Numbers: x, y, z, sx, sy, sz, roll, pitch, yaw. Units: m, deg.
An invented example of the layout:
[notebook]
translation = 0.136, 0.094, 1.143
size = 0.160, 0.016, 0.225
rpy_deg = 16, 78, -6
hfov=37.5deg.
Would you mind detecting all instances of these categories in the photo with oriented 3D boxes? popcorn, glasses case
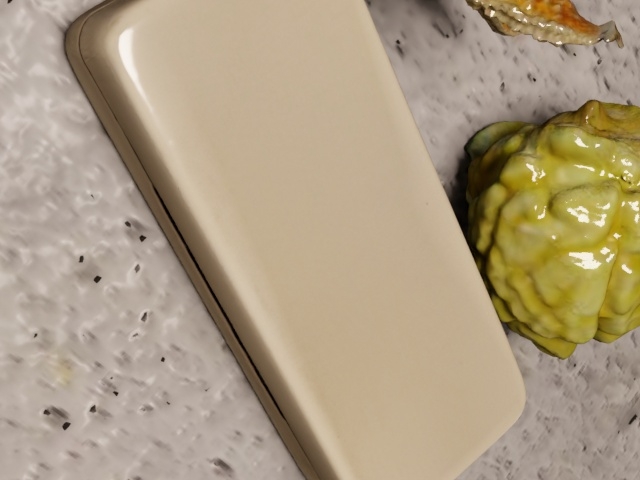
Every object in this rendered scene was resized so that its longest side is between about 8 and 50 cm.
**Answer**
[popcorn]
translation = 0.168, -0.012, 0.602
size = 0.173, 0.142, 0.174
rpy_deg = 6, 82, -58
[glasses case]
translation = 0.000, 0.000, 0.535
size = 0.144, 0.076, 0.337
rpy_deg = -35, 115, -22

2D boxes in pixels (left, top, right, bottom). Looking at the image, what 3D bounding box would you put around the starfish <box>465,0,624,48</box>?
[starfish]
translation = 0.034, -0.188, 0.455
size = 0.293, 0.084, 0.302
rpy_deg = 29, 43, -34
